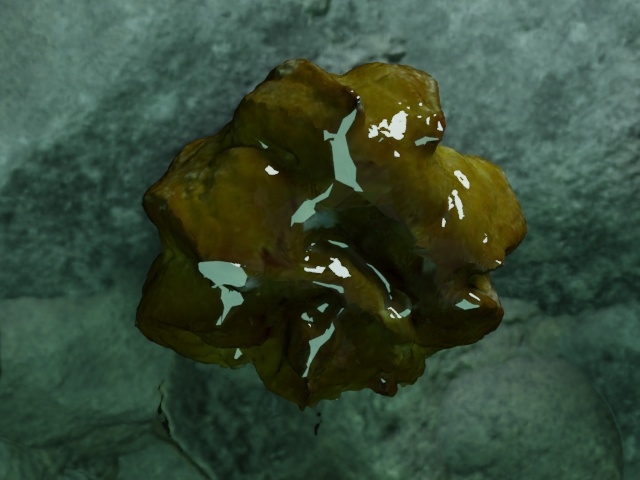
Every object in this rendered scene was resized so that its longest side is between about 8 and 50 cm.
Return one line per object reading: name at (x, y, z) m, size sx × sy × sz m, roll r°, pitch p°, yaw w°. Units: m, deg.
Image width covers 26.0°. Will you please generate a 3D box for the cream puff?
cream puff at (0.000, 0.000, 0.921) m, size 0.269 × 0.155 × 0.241 m, roll -30°, pitch 109°, yaw -5°
